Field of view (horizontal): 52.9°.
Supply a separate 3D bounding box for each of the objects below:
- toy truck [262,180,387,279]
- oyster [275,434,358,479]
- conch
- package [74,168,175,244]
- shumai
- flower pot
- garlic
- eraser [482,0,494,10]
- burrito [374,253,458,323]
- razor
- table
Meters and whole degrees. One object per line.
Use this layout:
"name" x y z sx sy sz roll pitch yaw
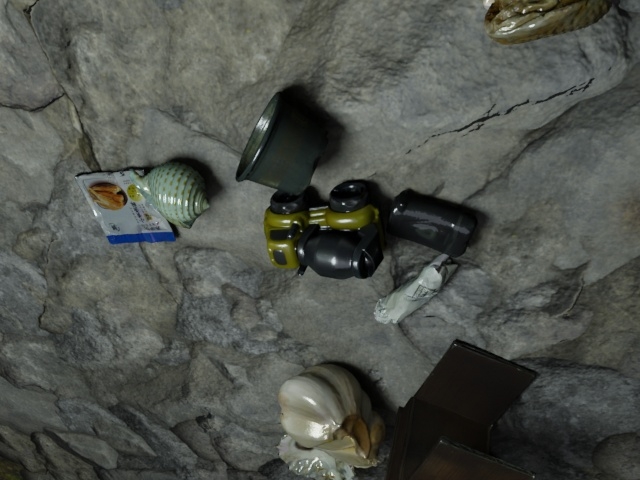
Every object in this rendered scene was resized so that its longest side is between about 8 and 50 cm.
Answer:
"toy truck" 0.000 0.000 1.111 0.224 0.165 0.147 1 128 19
"oyster" -0.008 0.518 1.585 0.223 0.083 0.214 5 126 22
"conch" -0.263 -0.086 1.176 0.153 0.102 0.135 39 151 30
"package" -0.387 -0.064 1.283 0.171 0.027 0.173 -4 122 22
"shumai" 0.257 -0.292 0.735 0.146 0.145 0.116 -9 103 25
"flower pot" -0.058 -0.144 1.036 0.107 0.157 0.157 27 132 -16
"garlic" 0.017 0.371 1.405 0.203 0.184 0.281 -9 146 41
"eraser" 0.295 -0.427 0.727 0.144 0.078 0.343 13 130 7
"burrito" 0.173 0.098 1.201 0.064 0.064 0.203 37 129 -11
"razor" 0.186 -0.027 1.098 0.148 0.054 0.090 19 131 5
"table" 0.274 0.396 1.280 0.196 0.250 0.282 23 132 1
